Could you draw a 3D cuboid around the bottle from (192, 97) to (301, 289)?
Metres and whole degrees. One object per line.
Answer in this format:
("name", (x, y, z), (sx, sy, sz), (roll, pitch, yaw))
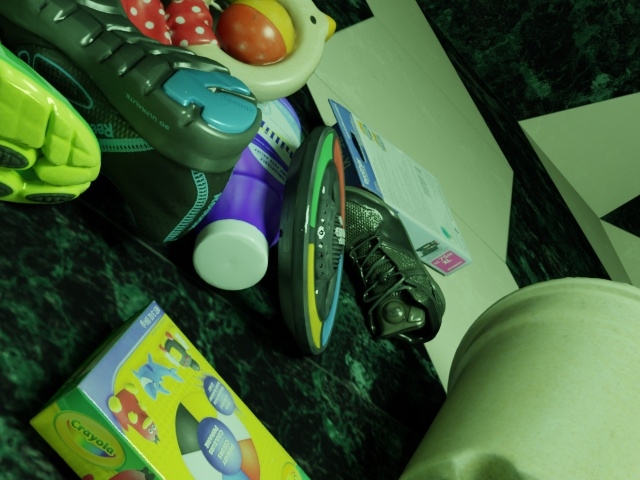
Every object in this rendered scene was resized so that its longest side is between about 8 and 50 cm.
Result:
("bottle", (-0.079, -0.066, 0.787), (0.118, 0.092, 0.282), (42, 27, -26))

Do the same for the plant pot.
("plant pot", (0.218, 0.237, 0.727), (0.333, 0.334, 0.305), (57, 35, 5))

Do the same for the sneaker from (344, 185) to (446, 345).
("sneaker", (0.078, 0.036, 0.955), (0.227, 0.087, 0.130), (56, 17, -11))

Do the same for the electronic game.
("electronic game", (0.000, 0.000, 0.776), (0.229, 0.048, 0.229), (3, 90, -80))

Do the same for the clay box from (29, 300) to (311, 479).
("clay box", (-0.080, 0.160, 0.534), (0.222, 0.053, 0.127), (50, 20, -10))

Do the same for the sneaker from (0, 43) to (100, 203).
("sneaker", (-0.263, -0.137, 0.516), (0.295, 0.109, 0.123), (41, 31, -29))

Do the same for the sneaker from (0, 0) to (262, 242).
("sneaker", (-0.203, -0.138, 0.636), (0.341, 0.139, 0.125), (44, 34, 22))

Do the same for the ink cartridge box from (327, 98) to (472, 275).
("ink cartridge box", (0.111, -0.076, 1.196), (0.311, 0.065, 0.185), (31, 33, -47))

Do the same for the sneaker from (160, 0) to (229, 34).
("sneaker", (-0.188, -0.327, 0.938), (0.222, 0.083, 0.118), (37, 26, -39))

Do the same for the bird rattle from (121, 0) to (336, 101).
("bird rattle", (-0.095, -0.231, 0.796), (0.207, 0.143, 0.253), (35, 52, -2))
